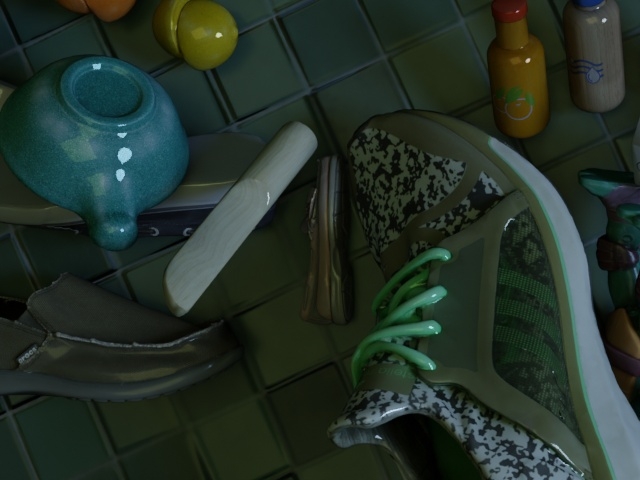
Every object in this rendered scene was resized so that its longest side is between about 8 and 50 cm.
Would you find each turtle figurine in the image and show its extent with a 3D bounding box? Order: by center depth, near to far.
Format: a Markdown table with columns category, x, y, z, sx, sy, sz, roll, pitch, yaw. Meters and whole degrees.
| category | x | y | z | sx | sy | sz | roll | pitch | yaw |
| --- | --- | --- | --- | --- | --- | --- | --- | --- | --- |
| turtle figurine | 0.202 | 0.078 | 1.143 | 0.118 | 0.175 | 0.234 | -6 | 112 | -33 |

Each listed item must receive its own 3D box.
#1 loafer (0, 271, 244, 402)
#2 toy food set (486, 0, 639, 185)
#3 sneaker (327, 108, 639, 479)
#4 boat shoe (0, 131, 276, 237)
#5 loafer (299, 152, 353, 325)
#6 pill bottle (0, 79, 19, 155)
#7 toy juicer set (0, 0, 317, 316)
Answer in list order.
| category | x | y | z | sx | sy | sz | roll | pitch | yaw |
| --- | --- | --- | --- | --- | --- | --- | --- | --- | --- |
| loafer | -0.181 | 0.068 | 1.217 | 0.251 | 0.094 | 0.087 | -2 | 95 | 10 |
| toy food set | 0.229 | -0.111 | 1.109 | 0.232 | 0.104 | 0.111 | 21 | 52 | 33 |
| sneaker | 0.082 | 0.077 | 1.064 | 0.158 | 0.182 | 0.410 | -54 | 48 | 41 |
| boat shoe | -0.141 | -0.030 | 1.223 | 0.228 | 0.080 | 0.076 | -7 | 133 | 4 |
| loafer | 0.000 | 0.000 | 1.212 | 0.039 | 0.045 | 0.125 | -2 | 94 | 17 |
| pill bottle | -0.252 | -0.080 | 1.252 | 0.043 | 0.043 | 0.083 | 24 | 95 | 9 |
| toy juicer set | -0.128 | -0.088 | 1.172 | 0.329 | 0.209 | 0.089 | 47 | 141 | 20 |
